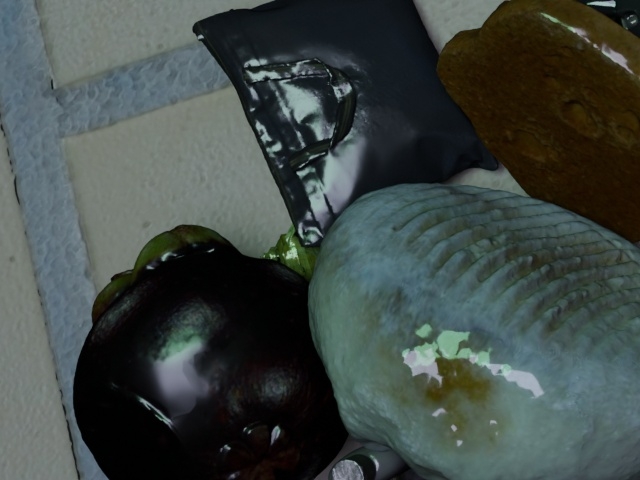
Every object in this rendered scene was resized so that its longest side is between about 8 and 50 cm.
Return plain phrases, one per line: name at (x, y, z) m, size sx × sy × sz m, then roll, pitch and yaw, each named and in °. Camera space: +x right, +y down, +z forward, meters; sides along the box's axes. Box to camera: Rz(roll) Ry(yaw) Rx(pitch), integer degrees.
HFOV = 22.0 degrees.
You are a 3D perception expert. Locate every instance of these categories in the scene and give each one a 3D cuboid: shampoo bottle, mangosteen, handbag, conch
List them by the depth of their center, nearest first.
shampoo bottle at (0.046, 0.208, 1.520) m, size 0.080 × 0.165 × 0.040 m, roll -26°, pitch 81°, yaw 15°
mangosteen at (-0.116, 0.126, 1.542) m, size 0.287 × 0.287 × 0.233 m, roll 32°, pitch 58°, yaw 15°
handbag at (0.022, -0.140, 1.562) m, size 0.211 × 0.089 × 0.254 m, roll -24°, pitch 79°, yaw -9°
conch at (0.000, 0.000, 1.584) m, size 0.121 × 0.089 × 0.074 m, roll -14°, pitch 46°, yaw -3°

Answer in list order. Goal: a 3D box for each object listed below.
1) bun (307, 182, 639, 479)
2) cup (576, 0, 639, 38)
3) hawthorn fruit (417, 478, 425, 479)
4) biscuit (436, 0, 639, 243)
bun at (0.154, 0.096, 1.404) m, size 0.362 × 0.362 × 0.211 m, roll 22°, pitch 112°, yaw 16°
cup at (0.312, -0.193, 1.439) m, size 0.223 × 0.176 × 0.169 m, roll 7°, pitch 88°, yaw 16°
hawthorn fruit at (0.097, 0.352, 1.434) m, size 0.316 × 0.316 × 0.316 m, roll 0°, pitch 89°, yaw 17°
biscuit at (0.238, -0.100, 1.439) m, size 0.273 × 0.257 × 0.049 m, roll 48°, pitch 64°, yaw -10°
